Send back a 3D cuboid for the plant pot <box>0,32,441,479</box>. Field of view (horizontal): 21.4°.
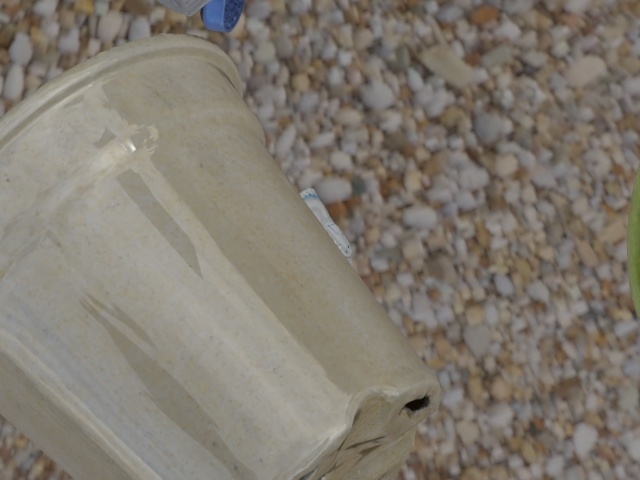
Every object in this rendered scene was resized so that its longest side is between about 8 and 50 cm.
[{"bbox_3d":[-0.092,0.077,1.221,0.305,0.334,0.334,46,105,19],"label":"plant pot"}]

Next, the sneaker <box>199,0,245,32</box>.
[{"bbox_3d":[-0.127,-0.347,1.898,0.090,0.081,0.232,3,82,14],"label":"sneaker"}]

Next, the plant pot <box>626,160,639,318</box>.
[{"bbox_3d":[0.409,-0.018,1.266,0.254,0.276,0.276,15,110,-16],"label":"plant pot"}]

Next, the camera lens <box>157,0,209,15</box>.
[{"bbox_3d":[-0.111,-0.395,1.715,0.274,0.219,0.219,-46,109,-7],"label":"camera lens"}]

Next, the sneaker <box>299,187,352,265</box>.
[{"bbox_3d":[0.000,0.000,1.884,0.071,0.190,0.083,-45,74,2],"label":"sneaker"}]
